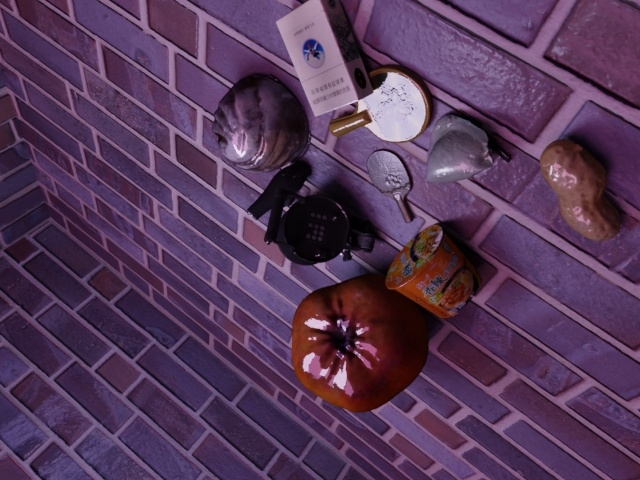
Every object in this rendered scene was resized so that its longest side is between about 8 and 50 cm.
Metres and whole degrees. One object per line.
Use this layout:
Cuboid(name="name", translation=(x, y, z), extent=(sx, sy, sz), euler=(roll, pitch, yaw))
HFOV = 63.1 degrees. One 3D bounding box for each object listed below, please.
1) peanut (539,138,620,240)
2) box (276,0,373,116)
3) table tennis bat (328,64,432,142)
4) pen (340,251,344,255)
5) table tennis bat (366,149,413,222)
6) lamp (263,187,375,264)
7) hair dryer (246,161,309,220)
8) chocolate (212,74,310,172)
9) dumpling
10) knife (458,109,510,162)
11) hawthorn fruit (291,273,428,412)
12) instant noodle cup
Cuboid(name="peanut", translation=(0.557, -0.100, 1.116), extent=(0.263, 0.101, 0.117), euler=(58, 162, -20))
Cuboid(name="box", translation=(0.010, -0.455, 1.291), extent=(0.164, 0.069, 0.256), euler=(-6, 113, 48))
Cuboid(name="table tennis bat", translation=(0.144, -0.330, 1.344), extent=(0.321, 0.050, 0.198), euler=(-11, 116, 46))
Cuboid(name="pen", translation=(0.000, 0.000, 1.790), extent=(0.218, 0.026, 0.026), euler=(32, 144, 9))
Cuboid(name="table tennis bat", translation=(0.209, -0.153, 1.482), extent=(0.131, 0.022, 0.234), euler=(-4, 121, 45))
Cuboid(name="lamp", translation=(-0.042, -0.027, 1.639), extent=(0.374, 0.205, 0.272), euler=(16, 171, -29))
Cuboid(name="hair dryer", translation=(-0.131, -0.130, 1.726), extent=(0.091, 0.235, 0.271), euler=(44, 171, 12))
Cuboid(name="chocolate", translation=(-0.206, -0.316, 1.557), extent=(0.303, 0.213, 0.303), euler=(25, 140, 23))
Cuboid(name="dumpling", translation=(0.324, -0.212, 1.252), extent=(0.105, 0.149, 0.217), euler=(14, 164, -27))
Cuboid(name="knife", translation=(0.384, -0.245, 1.217), extent=(0.170, 0.010, 0.023), euler=(45, 146, 1))
Cuboid(name="hawthorn fruit", translation=(0.137, 0.326, 1.718), extent=(0.472, 0.472, 0.471), euler=(26, 142, 23))
Cuboid(name="instant noodle cup", translation=(0.324, 0.097, 1.465), extent=(0.182, 0.230, 0.230), euler=(40, 146, -10))
